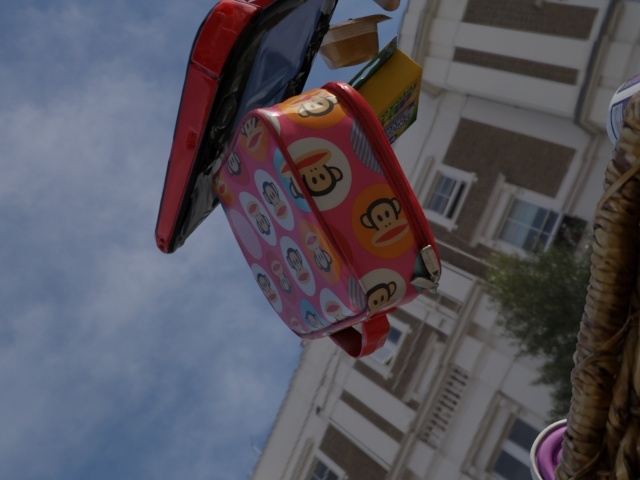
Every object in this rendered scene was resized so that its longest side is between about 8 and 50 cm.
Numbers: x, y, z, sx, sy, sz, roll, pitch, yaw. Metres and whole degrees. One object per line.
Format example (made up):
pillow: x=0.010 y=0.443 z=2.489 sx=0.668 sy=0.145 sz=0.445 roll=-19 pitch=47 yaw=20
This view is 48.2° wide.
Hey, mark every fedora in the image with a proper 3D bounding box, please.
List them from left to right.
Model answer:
fedora: x=0.053 y=-0.377 z=1.380 sx=0.194 sy=0.194 sz=0.079 roll=-21 pitch=-78 yaw=-33

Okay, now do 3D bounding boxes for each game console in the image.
game console: x=-0.083 y=-0.196 z=0.956 sx=0.386 sy=0.060 sz=0.341 roll=-56 pitch=-11 yaw=-51

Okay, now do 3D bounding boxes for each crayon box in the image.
crayon box: x=0.133 y=-0.299 z=1.645 sx=0.203 sy=0.083 sz=0.323 roll=-45 pitch=-15 yaw=-7

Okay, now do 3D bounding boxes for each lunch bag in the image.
lunch bag: x=0.000 y=0.000 z=0.741 sx=0.120 sy=0.293 sz=0.258 roll=-26 pitch=-92 yaw=-20

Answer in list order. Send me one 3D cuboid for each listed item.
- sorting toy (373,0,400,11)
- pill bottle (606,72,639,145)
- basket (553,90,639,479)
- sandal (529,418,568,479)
sorting toy: x=0.101 y=-0.560 z=1.345 sx=0.038 sy=0.208 sz=0.192 roll=-17 pitch=-45 yaw=-24
pill bottle: x=0.639 y=-0.234 z=1.284 sx=0.181 sy=0.182 sz=0.323 roll=-62 pitch=-1 yaw=0
basket: x=0.181 y=0.113 z=0.214 sx=0.213 sy=0.223 sz=0.299 roll=-34 pitch=-48 yaw=-64
sandal: x=0.392 y=0.326 z=0.755 sx=0.169 sy=0.416 sz=0.102 roll=-46 pitch=-46 yaw=-16
